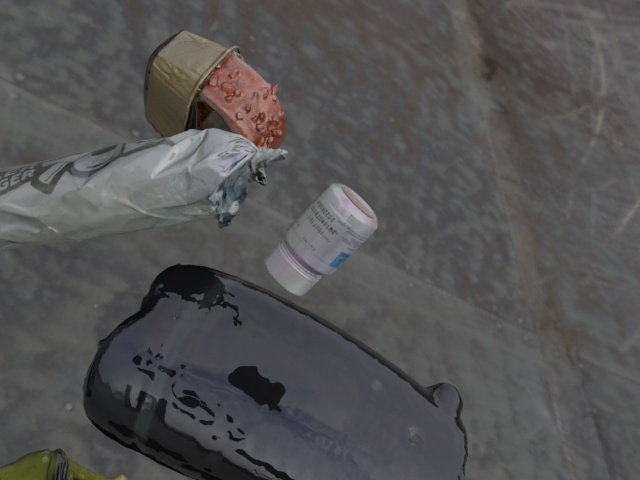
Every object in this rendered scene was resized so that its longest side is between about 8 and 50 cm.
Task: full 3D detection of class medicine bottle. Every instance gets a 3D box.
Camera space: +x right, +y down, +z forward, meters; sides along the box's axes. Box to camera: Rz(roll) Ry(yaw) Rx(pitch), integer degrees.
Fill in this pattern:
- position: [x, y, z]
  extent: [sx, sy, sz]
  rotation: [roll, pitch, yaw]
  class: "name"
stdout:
- position: [0.000, 0.000, 0.612]
  extent: [0.052, 0.089, 0.052]
  rotation: [41, 16, -14]
  class: "medicine bottle"

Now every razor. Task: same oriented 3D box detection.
- position: [-0.028, 0.155, 0.702]
  extent: [0.349, 0.113, 0.204]
  rotation: [26, 41, 0]
  class: "razor"

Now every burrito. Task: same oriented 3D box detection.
- position: [-0.228, -0.047, 0.803]
  extent: [0.139, 0.445, 0.101]
  rotation: [5, 79, -70]
  class: "burrito"

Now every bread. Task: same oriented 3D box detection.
- position: [-0.156, -0.180, 1.112]
  extent: [0.212, 0.224, 0.142]
  rotation: [39, 64, 2]
  class: "bread"

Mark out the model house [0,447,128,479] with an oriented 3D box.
- position: [-0.313, 0.384, 0.915]
  extent: [0.234, 0.175, 0.193]
  rotation: [60, 13, -57]
  class: "model house"
